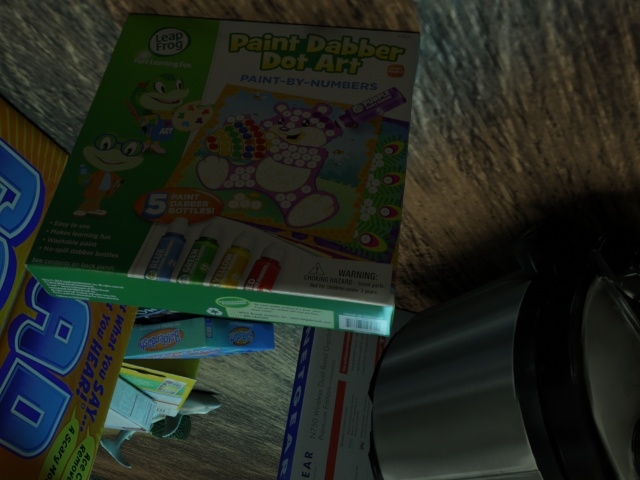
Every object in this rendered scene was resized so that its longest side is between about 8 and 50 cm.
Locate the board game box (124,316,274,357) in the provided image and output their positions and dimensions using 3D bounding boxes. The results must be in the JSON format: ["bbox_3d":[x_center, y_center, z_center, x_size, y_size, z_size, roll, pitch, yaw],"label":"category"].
[{"bbox_3d":[-0.192,0.159,1.037,0.160,0.047,0.210,-10,166,23],"label":"board game box"}]

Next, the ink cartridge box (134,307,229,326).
[{"bbox_3d":[-0.276,0.103,1.000,0.208,0.045,0.206,-13,160,35],"label":"ink cartridge box"}]

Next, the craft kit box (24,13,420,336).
[{"bbox_3d":[-0.057,-0.063,0.495,0.250,0.246,0.061,5,147,6],"label":"craft kit box"}]

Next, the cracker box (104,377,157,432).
[{"bbox_3d":[-0.439,0.298,1.244,0.156,0.067,0.232,1,148,17],"label":"cracker box"}]

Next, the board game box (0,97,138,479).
[{"bbox_3d":[-0.467,0.071,0.729,0.357,0.356,0.356,-6,148,25],"label":"board game box"}]

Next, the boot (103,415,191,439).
[{"bbox_3d":[-0.513,0.480,1.729,0.270,0.089,0.236,-1,149,20],"label":"boot"}]

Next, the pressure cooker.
[{"bbox_3d":[0.300,0.201,0.726,0.370,0.375,0.420,25,148,-20],"label":"pressure cooker"}]

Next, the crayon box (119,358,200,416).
[{"bbox_3d":[-0.359,0.262,1.310,0.203,0.083,0.323,17,150,-12],"label":"crayon box"}]

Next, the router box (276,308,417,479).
[{"bbox_3d":[0.106,0.266,0.935,0.301,0.335,0.082,17,150,-10],"label":"router box"}]

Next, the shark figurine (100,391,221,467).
[{"bbox_3d":[-0.390,0.385,1.490,0.166,0.278,0.116,19,123,48],"label":"shark figurine"}]
